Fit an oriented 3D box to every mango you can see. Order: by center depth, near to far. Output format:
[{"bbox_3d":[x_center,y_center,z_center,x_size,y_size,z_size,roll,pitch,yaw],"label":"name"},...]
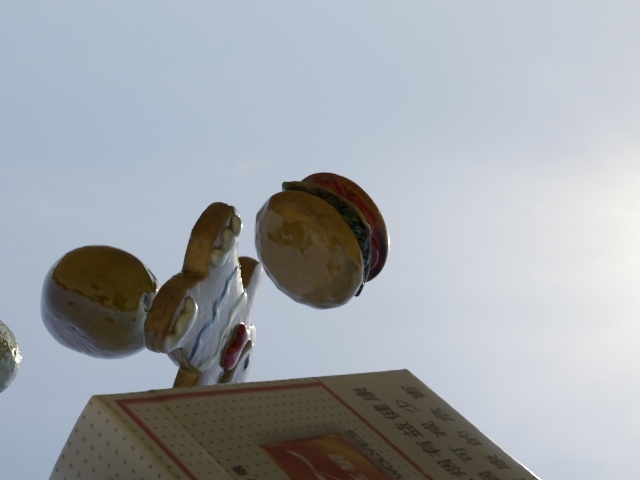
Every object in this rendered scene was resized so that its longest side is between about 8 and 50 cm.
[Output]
[{"bbox_3d":[-0.243,0.070,1.361,0.195,0.137,0.098,-17,-143,54],"label":"mango"}]

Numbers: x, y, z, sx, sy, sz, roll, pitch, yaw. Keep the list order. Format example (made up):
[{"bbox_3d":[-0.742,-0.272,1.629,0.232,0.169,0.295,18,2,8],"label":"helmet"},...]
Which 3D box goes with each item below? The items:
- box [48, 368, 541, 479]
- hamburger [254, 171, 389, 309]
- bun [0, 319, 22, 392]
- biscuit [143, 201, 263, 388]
[{"bbox_3d":[0.016,0.181,0.798,0.210,0.095,0.330,38,-161,32],"label":"box"},{"bbox_3d":[0.000,0.000,1.461,0.162,0.162,0.115,23,-141,29],"label":"hamburger"},{"bbox_3d":[-0.278,0.075,0.933,0.115,0.115,0.069,8,-118,0],"label":"bun"},{"bbox_3d":[-0.086,0.076,1.063,0.035,0.240,0.158,18,-115,17],"label":"biscuit"}]
